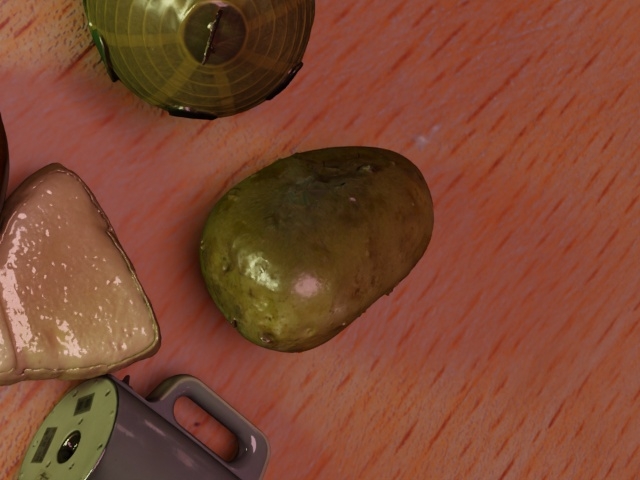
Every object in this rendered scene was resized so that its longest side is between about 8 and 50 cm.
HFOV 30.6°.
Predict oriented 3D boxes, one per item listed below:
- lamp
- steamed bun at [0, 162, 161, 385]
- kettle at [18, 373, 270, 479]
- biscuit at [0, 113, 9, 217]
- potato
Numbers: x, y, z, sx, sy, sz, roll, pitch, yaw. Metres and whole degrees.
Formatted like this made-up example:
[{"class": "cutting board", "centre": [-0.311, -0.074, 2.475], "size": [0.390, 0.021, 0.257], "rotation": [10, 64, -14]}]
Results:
[{"class": "lamp", "centre": [-0.116, -0.242, 1.206], "size": [0.250, 0.284, 0.250], "rotation": [-5, 114, -10]}, {"class": "steamed bun", "centre": [-0.301, 0.057, 1.210], "size": [0.212, 0.110, 0.231], "rotation": [-28, 98, -33]}, {"class": "kettle", "centre": [-0.172, 0.248, 1.270], "size": [0.243, 0.160, 0.211], "rotation": [37, 57, -31]}, {"class": "biscuit", "centre": [-0.458, -0.032, 1.079], "size": [0.366, 0.115, 0.268], "rotation": [-26, 78, -21]}, {"class": "potato", "centre": [0.000, 0.000, 1.330], "size": [0.307, 0.210, 0.173], "rotation": [-30, 145, -31]}]
